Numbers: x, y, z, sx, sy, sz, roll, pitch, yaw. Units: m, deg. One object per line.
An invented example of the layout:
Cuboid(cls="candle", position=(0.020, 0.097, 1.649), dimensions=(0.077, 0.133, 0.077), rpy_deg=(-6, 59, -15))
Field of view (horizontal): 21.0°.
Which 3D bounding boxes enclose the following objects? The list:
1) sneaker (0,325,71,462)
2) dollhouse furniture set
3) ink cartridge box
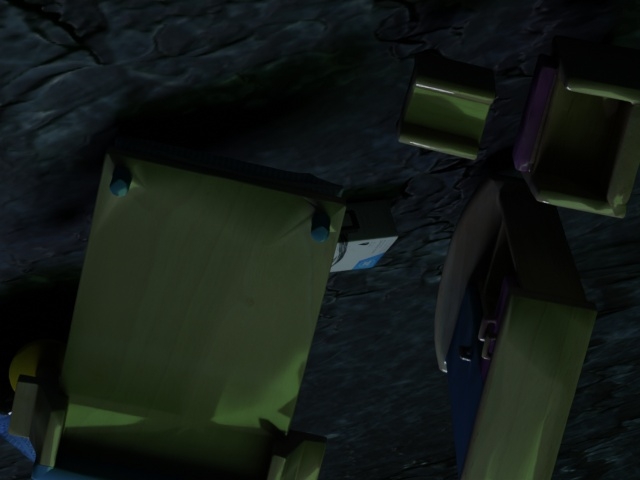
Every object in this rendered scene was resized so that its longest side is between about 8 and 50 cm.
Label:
Cuboid(cls="sneaker", position=(-0.129, 0.146, 1.189), dimensions=(0.129, 0.147, 0.330), rpy_deg=(-21, 158, 12))
Cuboid(cls="dollhouse furniture set", position=(-0.006, -0.009, 0.977), dimensions=(0.303, 0.198, 0.286), rpy_deg=(11, 111, -4))
Cuboid(cls="ink cartridge box", position=(0.000, 0.000, 1.078), dimensions=(0.083, 0.028, 0.048), rpy_deg=(-6, 157, -23))
